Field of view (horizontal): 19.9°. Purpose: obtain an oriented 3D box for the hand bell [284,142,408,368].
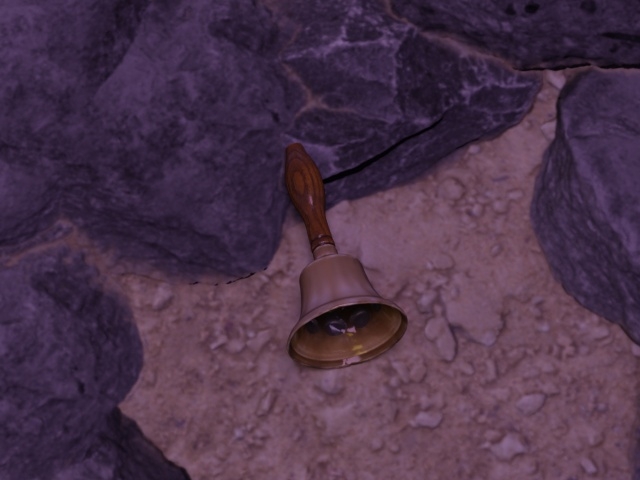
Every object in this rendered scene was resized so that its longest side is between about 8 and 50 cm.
[{"bbox_3d":[0.000,0.000,1.904,0.126,0.126,0.242,-12,57,-6],"label":"hand bell"}]
